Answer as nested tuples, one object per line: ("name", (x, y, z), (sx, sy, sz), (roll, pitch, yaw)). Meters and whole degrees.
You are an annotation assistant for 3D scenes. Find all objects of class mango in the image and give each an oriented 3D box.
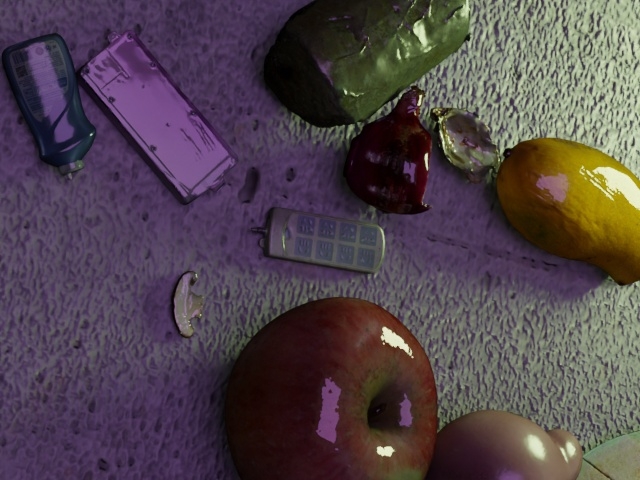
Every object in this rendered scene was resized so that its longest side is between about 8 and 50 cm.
("mango", (0.437, -0.054, 2.078), (0.359, 0.144, 0.187), (23, 90, -24))

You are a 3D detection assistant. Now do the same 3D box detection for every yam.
("yam", (0.067, -0.301, 1.927), (0.300, 0.195, 0.195), (-36, 99, -21))

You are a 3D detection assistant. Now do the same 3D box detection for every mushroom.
("mushroom", (-0.199, 0.095, 1.879), (0.049, 0.019, 0.101), (5, 86, -20))

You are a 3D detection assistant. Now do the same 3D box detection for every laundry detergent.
("laundry detergent", (-0.382, -0.187, 1.807), (0.096, 0.061, 0.206), (-19, 93, -24))

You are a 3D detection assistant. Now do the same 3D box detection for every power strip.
("power strip", (0.000, 0.000, 1.959), (0.227, 0.029, 0.080), (9, 83, -20))
("power strip", (-0.242, -0.181, 1.874), (0.109, 0.037, 0.279), (-43, 102, -18))

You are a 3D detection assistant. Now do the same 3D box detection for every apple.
("apple", (0.009, 0.256, 1.831), (0.344, 0.269, 0.345), (8, 78, -41))

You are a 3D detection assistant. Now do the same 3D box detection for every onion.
("onion", (0.104, -0.140, 1.932), (0.135, 0.173, 0.198), (2, 99, -3))

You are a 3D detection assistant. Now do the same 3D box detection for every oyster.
("oyster", (0.228, -0.161, 2.049), (0.103, 0.051, 0.148), (-42, 110, -31))

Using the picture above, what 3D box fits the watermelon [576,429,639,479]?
("watermelon", (0.524, 0.477, 2.050), (0.292, 0.319, 0.222), (-5, 122, 15))

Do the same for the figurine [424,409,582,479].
("figurine", (0.256, 0.377, 1.894), (0.211, 0.269, 0.261), (40, 61, -48))
